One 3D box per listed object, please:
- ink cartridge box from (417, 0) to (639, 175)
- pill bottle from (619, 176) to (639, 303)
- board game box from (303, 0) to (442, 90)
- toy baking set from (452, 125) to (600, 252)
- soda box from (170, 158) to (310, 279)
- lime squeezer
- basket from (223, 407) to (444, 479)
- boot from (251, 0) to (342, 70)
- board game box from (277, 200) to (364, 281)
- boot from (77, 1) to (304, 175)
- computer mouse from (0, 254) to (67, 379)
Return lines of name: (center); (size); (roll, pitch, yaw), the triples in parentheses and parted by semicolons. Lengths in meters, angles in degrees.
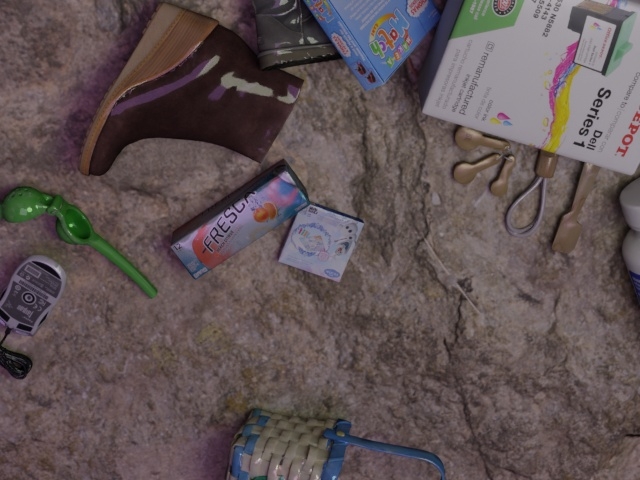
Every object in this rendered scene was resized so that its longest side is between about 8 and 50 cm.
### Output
ink cartridge box: (0.280, -0.220, 1.206); (0.278, 0.117, 0.201); (16, 119, -7)
pill bottle: (0.492, 0.045, 1.345); (0.152, 0.152, 0.272); (-23, 110, 3)
board game box: (0.043, -0.306, 1.189); (0.039, 0.160, 0.211); (-17, 117, 48)
toy baking set: (0.288, -0.111, 1.340); (0.256, 0.030, 0.197); (42, 104, -15)
soda box: (-0.105, -0.028, 1.309); (0.183, 0.063, 0.058); (-34, 109, 6)
lime squeezer: (-0.348, -0.006, 1.297); (0.310, 0.059, 0.110); (16, 106, -12)
basket: (0.004, 0.373, 1.384); (0.288, 0.201, 0.255); (13, 107, 0)
boot: (-0.018, -0.320, 1.216); (0.189, 0.076, 0.209); (-13, 92, -29)
board game box: (0.000, 0.000, 1.352); (0.090, 0.020, 0.090); (20, 105, -12)
boot: (-0.162, -0.145, 1.248); (0.206, 0.090, 0.248); (31, 100, -12)
computer mouse: (-0.388, 0.090, 1.328); (0.106, 0.042, 0.193); (35, 113, -10)
